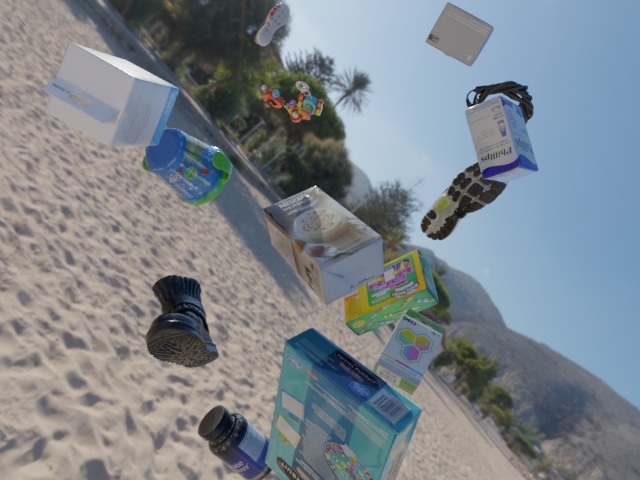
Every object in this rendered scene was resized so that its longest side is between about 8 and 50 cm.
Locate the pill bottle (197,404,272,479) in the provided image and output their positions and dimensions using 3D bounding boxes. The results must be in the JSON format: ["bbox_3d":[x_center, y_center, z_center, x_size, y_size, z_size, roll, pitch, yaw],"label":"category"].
[{"bbox_3d":[-0.229,0.558,1.280,0.219,0.123,0.123,50,1,-22],"label":"pill bottle"}]

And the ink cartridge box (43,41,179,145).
[{"bbox_3d":[-0.263,-0.180,0.590,0.092,0.090,0.143,28,13,0],"label":"ink cartridge box"}]

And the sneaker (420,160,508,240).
[{"bbox_3d":[0.360,-0.119,1.177,0.107,0.279,0.118,43,38,-3],"label":"sneaker"}]

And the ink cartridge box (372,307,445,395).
[{"bbox_3d":[0.224,0.253,1.127,0.109,0.209,0.062,28,-34,16],"label":"ink cartridge box"}]

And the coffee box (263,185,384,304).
[{"bbox_3d":[0.000,0.000,0.947,0.246,0.141,0.098,42,-29,46],"label":"coffee box"}]

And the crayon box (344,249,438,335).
[{"bbox_3d":[0.206,0.161,1.420,0.081,0.278,0.165,47,27,-34],"label":"crayon box"}]

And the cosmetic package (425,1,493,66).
[{"bbox_3d":[0.348,-0.505,1.142,0.127,0.107,0.238,31,26,4],"label":"cosmetic package"}]

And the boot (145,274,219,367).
[{"bbox_3d":[-0.406,0.201,1.300,0.348,0.131,0.260,84,-15,-64],"label":"boot"}]

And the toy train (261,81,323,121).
[{"bbox_3d":[-0.071,-0.326,1.113,0.125,0.046,0.166,32,-14,-38],"label":"toy train"}]

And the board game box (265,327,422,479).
[{"bbox_3d":[0.023,0.370,0.864,0.253,0.336,0.079,31,34,34],"label":"board game box"}]

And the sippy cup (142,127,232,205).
[{"bbox_3d":[-0.477,-0.270,1.622,0.224,0.305,0.240,38,24,-60],"label":"sippy cup"}]

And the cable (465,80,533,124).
[{"bbox_3d":[0.463,-0.334,1.183,0.184,0.150,0.047,43,46,-40],"label":"cable"}]

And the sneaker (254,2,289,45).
[{"bbox_3d":[-0.163,-0.692,1.479,0.061,0.158,0.065,42,-8,-37],"label":"sneaker"}]

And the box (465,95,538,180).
[{"bbox_3d":[0.344,-0.186,0.875,0.126,0.072,0.137,-5,80,-51],"label":"box"}]
